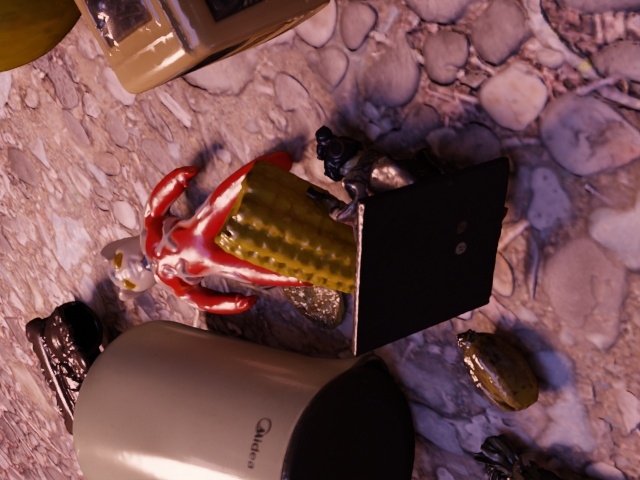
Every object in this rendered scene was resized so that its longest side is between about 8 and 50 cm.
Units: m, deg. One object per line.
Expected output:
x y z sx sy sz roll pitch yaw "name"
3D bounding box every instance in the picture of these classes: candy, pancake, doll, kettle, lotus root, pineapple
0.000 0.000 0.887 0.198 0.106 0.094 25 127 -14 "candy"
-0.011 0.055 1.035 0.108 0.017 0.108 27 135 30 "pancake"
-0.151 0.006 1.083 0.384 0.099 0.188 -16 98 48 "doll"
-0.106 0.292 1.076 0.376 0.361 0.250 3 162 42 "kettle"
0.173 0.124 0.867 0.099 0.049 0.054 48 151 6 "lotus root"
0.227 0.256 0.902 0.159 0.074 0.074 30 137 37 "pineapple"

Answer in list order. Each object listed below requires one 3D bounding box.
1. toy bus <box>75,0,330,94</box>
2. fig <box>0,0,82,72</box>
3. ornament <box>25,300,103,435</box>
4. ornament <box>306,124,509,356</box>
-0.155 -0.322 0.747 0.177 0.202 0.365 -13 107 52 "toy bus"
-0.393 -0.317 0.885 0.343 0.343 0.343 27 135 30 "fig"
-0.364 0.207 1.399 0.260 0.106 0.251 -4 110 62 "ornament"
0.053 -0.031 0.820 0.196 0.166 0.153 43 140 45 "ornament"
